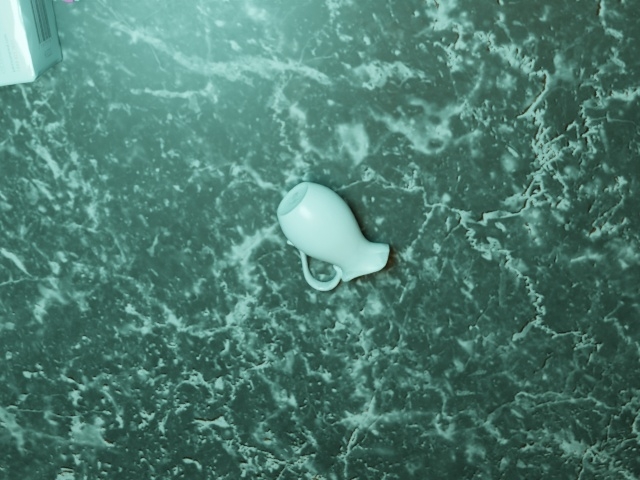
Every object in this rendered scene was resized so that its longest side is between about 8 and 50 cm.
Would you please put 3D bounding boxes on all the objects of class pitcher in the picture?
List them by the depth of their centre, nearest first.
[{"bbox_3d":[0.000,0.000,1.965,0.178,0.125,0.207,-35,117,25],"label":"pitcher"}]

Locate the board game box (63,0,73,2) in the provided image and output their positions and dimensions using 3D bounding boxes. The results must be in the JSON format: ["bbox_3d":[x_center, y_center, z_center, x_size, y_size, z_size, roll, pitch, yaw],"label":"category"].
[{"bbox_3d":[-0.433,-0.637,1.667,0.390,0.050,0.390,-39,112,25],"label":"board game box"}]

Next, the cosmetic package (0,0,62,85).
[{"bbox_3d":[-0.697,-0.337,1.774,0.453,0.230,0.161,-7,109,2],"label":"cosmetic package"}]
